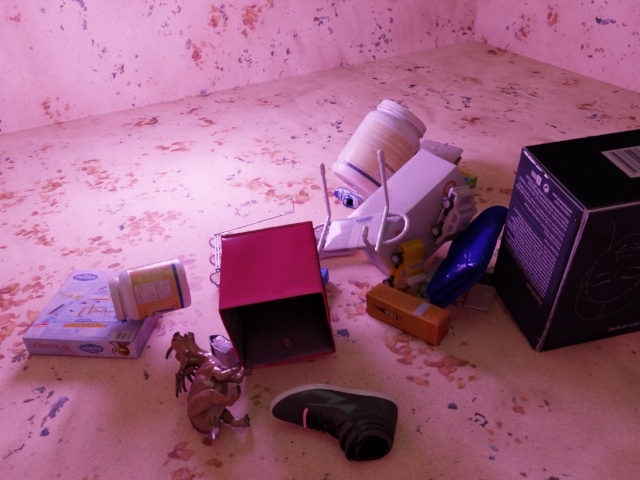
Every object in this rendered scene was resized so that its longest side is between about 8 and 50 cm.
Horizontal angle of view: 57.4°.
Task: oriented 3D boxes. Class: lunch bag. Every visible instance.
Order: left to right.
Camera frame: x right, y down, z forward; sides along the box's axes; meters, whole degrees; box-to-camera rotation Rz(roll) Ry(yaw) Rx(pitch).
[{"bbox_3d":[-0.259,0.290,1.530,0.083,0.071,0.053,25,47,34],"label":"lunch bag"}]

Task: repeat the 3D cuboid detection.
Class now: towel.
[{"bbox_3d":[0.447,-0.324,2.322,0.187,0.049,0.282,18,35,24],"label":"towel"},{"bbox_3d":[0.411,0.038,1.652,0.076,0.227,0.308,37,44,0],"label":"towel"}]

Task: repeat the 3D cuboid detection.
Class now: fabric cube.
[{"bbox_3d":[-0.113,0.142,1.523,0.254,0.259,0.258,-11,43,0],"label":"fabric cube"}]

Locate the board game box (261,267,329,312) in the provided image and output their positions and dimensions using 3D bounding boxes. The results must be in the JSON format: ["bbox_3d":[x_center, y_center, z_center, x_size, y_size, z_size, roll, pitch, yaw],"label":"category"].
[{"bbox_3d":[-0.081,0.150,1.750,0.160,0.047,0.210,7,36,16],"label":"board game box"}]

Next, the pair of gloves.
[{"bbox_3d":[0.416,0.120,1.754,0.240,0.042,0.204,15,37,28],"label":"pair of gloves"}]

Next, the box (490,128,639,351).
[{"bbox_3d":[0.750,-0.006,1.498,0.480,0.471,0.297,-9,40,-9],"label":"box"}]

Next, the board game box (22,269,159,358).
[{"bbox_3d":[-0.631,0.205,1.701,0.319,0.065,0.318,2,34,6],"label":"board game box"}]

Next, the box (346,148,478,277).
[{"bbox_3d":[0.277,-0.072,1.785,0.345,0.215,0.168,-42,41,-5],"label":"box"}]

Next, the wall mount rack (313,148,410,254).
[{"bbox_3d":[0.083,-0.091,1.677,0.350,0.130,0.304,-8,51,32],"label":"wall mount rack"}]

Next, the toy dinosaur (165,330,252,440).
[{"bbox_3d":[-0.275,0.362,1.386,0.200,0.127,0.295,-10,45,5],"label":"toy dinosaur"}]

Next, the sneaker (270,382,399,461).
[{"bbox_3d":[0.030,0.405,1.290,0.296,0.104,0.147,2,28,2],"label":"sneaker"}]

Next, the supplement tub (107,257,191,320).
[{"bbox_3d":[-0.467,0.137,1.604,0.200,0.144,0.144,-13,34,-17],"label":"supplement tub"}]

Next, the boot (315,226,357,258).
[{"bbox_3d":[0.000,0.000,1.955,0.258,0.095,0.123,-1,23,-5],"label":"boot"}]

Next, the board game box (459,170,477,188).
[{"bbox_3d":[0.421,-0.251,2.287,0.317,0.046,0.213,26,38,31],"label":"board game box"}]

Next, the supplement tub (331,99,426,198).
[{"bbox_3d":[0.221,-0.331,2.170,0.235,0.235,0.324,35,90,44],"label":"supplement tub"}]

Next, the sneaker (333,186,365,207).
[{"bbox_3d":[0.098,-0.162,2.212,0.144,0.053,0.059,24,44,37],"label":"sneaker"}]

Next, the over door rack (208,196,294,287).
[{"bbox_3d":[-0.203,0.016,1.890,0.324,0.108,0.239,-26,33,4],"label":"over door rack"}]

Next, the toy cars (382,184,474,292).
[{"bbox_3d":[0.324,0.017,1.680,0.393,0.176,0.087,-48,55,-1],"label":"toy cars"}]

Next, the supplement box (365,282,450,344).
[{"bbox_3d":[0.238,0.199,1.617,0.233,0.078,0.080,21,40,32],"label":"supplement box"}]
